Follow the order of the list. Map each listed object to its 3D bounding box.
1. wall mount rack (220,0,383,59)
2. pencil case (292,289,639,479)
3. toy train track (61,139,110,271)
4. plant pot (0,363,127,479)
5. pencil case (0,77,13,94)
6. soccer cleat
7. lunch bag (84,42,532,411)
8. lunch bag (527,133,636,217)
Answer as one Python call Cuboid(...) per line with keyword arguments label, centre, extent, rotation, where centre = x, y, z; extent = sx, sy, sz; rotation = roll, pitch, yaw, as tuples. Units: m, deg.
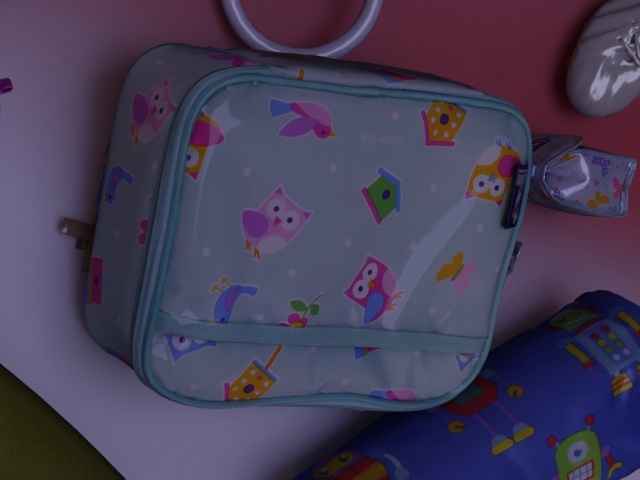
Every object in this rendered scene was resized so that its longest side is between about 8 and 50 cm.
Cuboid(label="wall mount rack", centre=(-0.050, -0.274, 1.166), extent=(0.304, 0.130, 0.350), rotation=(-6, 97, -18))
Cuboid(label="pencil case", centre=(0.110, 0.154, 1.306), extent=(0.306, 0.119, 0.133), rotation=(-30, 116, -26))
Cuboid(label="toy train track", centre=(-0.134, -0.021, 1.204), extent=(0.048, 0.014, 0.083), rotation=(15, 81, -25))
Cuboid(label="plant pot", centre=(-0.186, 0.205, 1.070), extent=(0.293, 0.275, 0.275), rotation=(34, 77, -45))
Cuboid(label="pencil case", centre=(-0.254, -0.093, 1.092), extent=(0.152, 0.064, 0.070), rotation=(27, 105, -31))
Cuboid(label="soccer cleat", centre=(0.250, -0.160, 1.389), extent=(0.196, 0.076, 0.068), rotation=(-44, 115, -20))
Cuboid(label="lunch bag", centre=(0.000, 0.000, 1.214), extent=(0.279, 0.108, 0.224), rotation=(5, 102, -34))
Cuboid(label="lunch bag", centre=(0.164, -0.047, 1.350), extent=(0.083, 0.071, 0.053), rotation=(9, 91, -31))
